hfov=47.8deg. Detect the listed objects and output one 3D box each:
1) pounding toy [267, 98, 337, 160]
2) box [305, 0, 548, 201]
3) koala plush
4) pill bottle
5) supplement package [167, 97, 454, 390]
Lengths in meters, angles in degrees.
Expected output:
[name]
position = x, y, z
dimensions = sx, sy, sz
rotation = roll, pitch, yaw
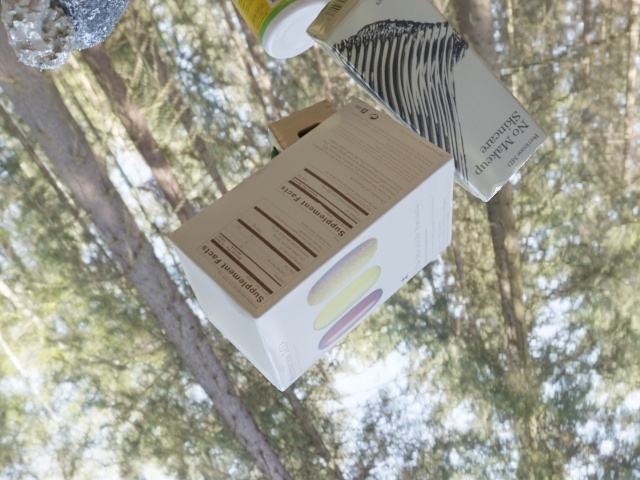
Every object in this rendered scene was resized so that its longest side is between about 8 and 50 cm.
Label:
[pounding toy]
position = -0.025, -0.131, 1.184
dimensions = 0.141, 0.130, 0.100
rotation = -26, -117, -12
[box]
position = 0.121, -0.174, 0.805
dimensions = 0.113, 0.275, 0.094
rotation = -48, -155, 7
[koala plush]
position = -0.222, -0.265, 0.605
dimensions = 0.203, 0.221, 0.196
rotation = -1, -149, -2
[pill bottle]
position = -0.096, -0.454, 1.265
dimensions = 0.136, 0.136, 0.246
rotation = -30, -105, -9
[supplement package]
position = 0.000, 0.000, 0.708
dimensions = 0.244, 0.139, 0.134
rotation = -39, -124, -20
